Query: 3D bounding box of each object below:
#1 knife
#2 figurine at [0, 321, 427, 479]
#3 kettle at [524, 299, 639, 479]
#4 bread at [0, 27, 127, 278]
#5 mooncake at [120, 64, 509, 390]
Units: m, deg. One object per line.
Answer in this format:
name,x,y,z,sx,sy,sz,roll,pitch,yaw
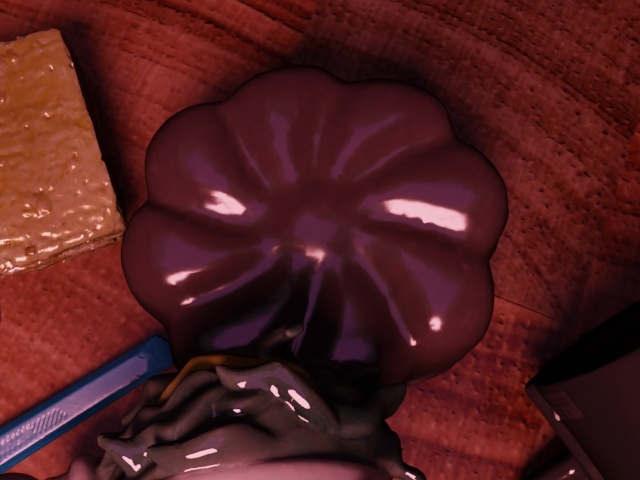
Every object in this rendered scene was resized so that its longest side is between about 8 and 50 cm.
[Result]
knife,-0.250,0.169,0.593,0.297,0.026,0.044,-31,81,-12
figurine,-0.097,0.204,0.451,0.382,0.261,0.186,-45,61,23
kettle,0.300,0.196,0.512,0.262,0.203,0.308,-30,81,-11
bread,-0.248,-0.067,0.616,0.138,0.102,0.196,-20,79,-4
mooncake,0.000,0.000,0.581,0.306,0.154,0.305,0,77,0
